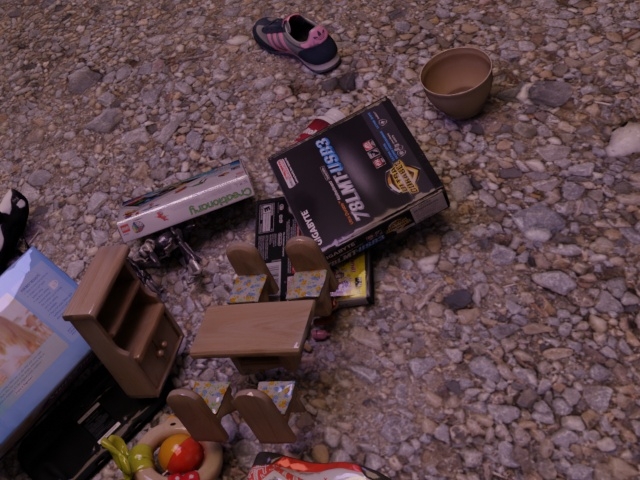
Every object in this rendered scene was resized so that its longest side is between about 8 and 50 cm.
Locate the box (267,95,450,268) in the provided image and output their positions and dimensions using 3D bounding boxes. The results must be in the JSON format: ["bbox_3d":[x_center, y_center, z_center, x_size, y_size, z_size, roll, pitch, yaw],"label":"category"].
[{"bbox_3d":[0.072,-0.120,1.891,0.293,0.073,0.295,-26,53,2],"label":"box"}]

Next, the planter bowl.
[{"bbox_3d":[0.314,-0.341,2.072,0.162,0.109,0.162,-12,47,13],"label":"planter bowl"}]

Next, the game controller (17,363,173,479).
[{"bbox_3d":[-0.439,0.353,1.806,0.166,0.067,0.319,36,70,25],"label":"game controller"}]

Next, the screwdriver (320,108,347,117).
[{"bbox_3d":[0.058,-0.290,2.198,0.170,0.024,0.025,18,88,41],"label":"screwdriver"}]

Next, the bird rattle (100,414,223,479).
[{"bbox_3d":[-0.263,0.403,1.639,0.253,0.143,0.207,16,41,29],"label":"bird rattle"}]

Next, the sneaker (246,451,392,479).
[{"bbox_3d":[-0.012,0.441,1.522,0.270,0.090,0.145,2,52,28],"label":"sneaker"}]

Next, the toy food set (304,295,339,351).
[{"bbox_3d":[-0.005,0.154,1.803,0.078,0.019,0.122,34,83,20],"label":"toy food set"}]

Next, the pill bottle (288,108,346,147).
[{"bbox_3d":[-0.002,-0.230,2.118,0.086,0.086,0.152,22,61,35],"label":"pill bottle"}]

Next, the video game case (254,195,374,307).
[{"bbox_3d":[-0.016,0.020,1.903,0.248,0.035,0.275,-9,58,15],"label":"video game case"}]

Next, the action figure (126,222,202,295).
[{"bbox_3d":[-0.344,0.054,1.969,0.164,0.141,0.275,-31,-1,30],"label":"action figure"}]

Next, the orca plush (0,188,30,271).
[{"bbox_3d":[-0.746,0.015,2.196,0.102,0.151,0.287,18,50,-4],"label":"orca plush"}]

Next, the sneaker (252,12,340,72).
[{"bbox_3d":[-0.075,-0.549,2.400,0.319,0.131,0.112,30,66,39],"label":"sneaker"}]

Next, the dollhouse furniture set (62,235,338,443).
[{"bbox_3d":[-0.213,0.142,1.665,0.394,0.256,0.362,-5,44,24],"label":"dollhouse furniture set"}]

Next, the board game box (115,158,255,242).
[{"bbox_3d":[-0.303,-0.093,2.069,0.305,0.053,0.193,-21,18,-3],"label":"board game box"}]

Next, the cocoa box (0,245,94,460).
[{"bbox_3d":[-0.596,0.230,1.769,0.231,0.228,0.347,41,59,-1],"label":"cocoa box"}]
